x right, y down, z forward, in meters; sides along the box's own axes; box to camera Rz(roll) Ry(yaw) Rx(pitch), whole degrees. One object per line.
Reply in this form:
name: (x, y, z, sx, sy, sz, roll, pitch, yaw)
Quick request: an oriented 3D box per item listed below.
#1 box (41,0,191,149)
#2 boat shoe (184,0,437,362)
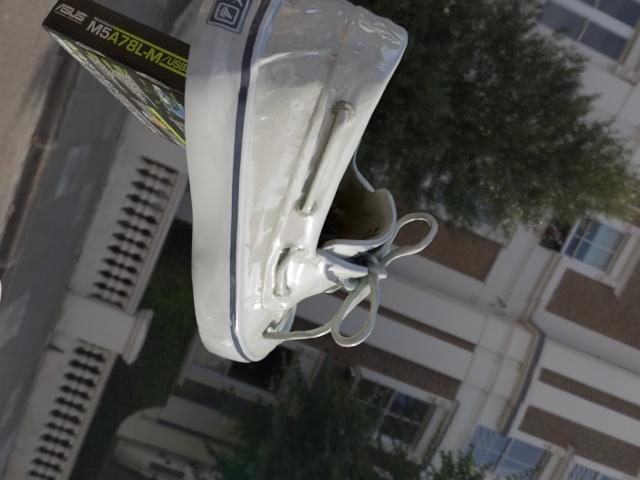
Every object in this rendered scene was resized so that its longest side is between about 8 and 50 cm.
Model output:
box: (-0.119, -0.120, 0.568, 0.045, 0.184, 0.191, -60, 158, -9)
boat shoe: (0.002, -0.008, 0.463, 0.367, 0.156, 0.136, 100, 7, -50)
